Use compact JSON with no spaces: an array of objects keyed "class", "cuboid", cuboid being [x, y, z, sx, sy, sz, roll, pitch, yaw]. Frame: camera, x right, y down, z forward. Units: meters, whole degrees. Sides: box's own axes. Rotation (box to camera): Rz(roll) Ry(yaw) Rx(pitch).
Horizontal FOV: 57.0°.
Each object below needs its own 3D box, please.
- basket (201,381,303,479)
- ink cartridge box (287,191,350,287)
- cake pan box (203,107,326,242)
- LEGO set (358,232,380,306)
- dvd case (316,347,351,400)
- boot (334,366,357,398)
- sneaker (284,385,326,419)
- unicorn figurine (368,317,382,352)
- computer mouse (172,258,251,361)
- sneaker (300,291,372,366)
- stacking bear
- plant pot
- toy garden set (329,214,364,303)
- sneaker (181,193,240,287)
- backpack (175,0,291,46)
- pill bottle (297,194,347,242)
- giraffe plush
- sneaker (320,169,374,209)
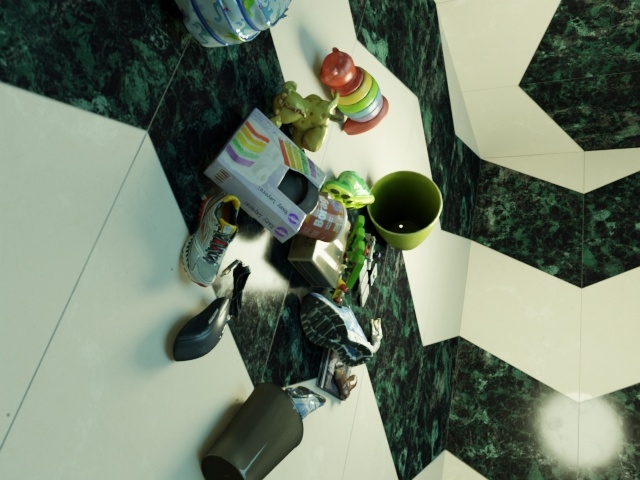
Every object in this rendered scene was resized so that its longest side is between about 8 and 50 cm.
[{"class":"basket","cuboid":[-0.162,0.486,1.396,0.227,0.154,0.204,-39,126,-53]},{"class":"ink cartridge box","cuboid":[0.000,0.000,1.787,0.193,0.088,0.235,54,43,-51]},{"class":"cake pan box","cuboid":[-0.122,-0.158,1.434,0.267,0.070,0.246,43,44,-16]},{"class":"LEGO set","cuboid":[0.169,0.096,2.198,0.182,0.060,0.244,81,26,-43]},{"class":"dvd case","cuboid":[0.051,0.430,1.961,0.221,0.018,0.164,47,50,-54]},{"class":"boot","cuboid":[0.083,0.454,1.969,0.106,0.037,0.114,-61,137,-47]},{"class":"sneaker","cuboid":[-0.055,0.471,1.702,0.211,0.080,0.081,26,84,-58]},{"class":"unicorn figurine","cuboid":[0.206,0.358,2.222,0.162,0.060,0.111,-14,101,-63]},{"class":"computer mouse","cuboid":[-0.222,0.154,1.301,0.262,0.060,0.184,-41,150,-57]},{"class":"sneaker","cuboid":[0.038,0.262,1.846,0.330,0.130,0.147,50,14,-37]},{"class":"stacking bear","cuboid":[0.097,-0.500,1.927,0.289,0.164,0.175,40,54,-51]},{"class":"plant pot","cuboid":[0.329,-0.078,2.294,0.293,0.274,0.275,71,29,-63]},{"class":"toy garden set","cuboid":[0.081,0.063,1.901,0.244,0.049,0.204,-86,-164,-52]},{"class":"sneaker","cuboid":[-0.236,-0.007,1.295,0.088,0.092,0.225,27,63,-38]},{"class":"backpack","cuboid":[-0.186,-0.584,1.290,0.355,0.273,0.290,-54,144,-32]},{"class":"pill bottle","cuboid":[-0.045,-0.075,1.592,0.216,0.121,0.121,17,72,-32]},{"class":"giraffe plush","cuboid":[-0.062,-0.347,1.614,0.170,0.210,0.181,12,81,-33]},{"class":"sneaker","cuboid":[0.074,-0.169,1.950,0.295,0.109,0.123,1,67,-62]}]
